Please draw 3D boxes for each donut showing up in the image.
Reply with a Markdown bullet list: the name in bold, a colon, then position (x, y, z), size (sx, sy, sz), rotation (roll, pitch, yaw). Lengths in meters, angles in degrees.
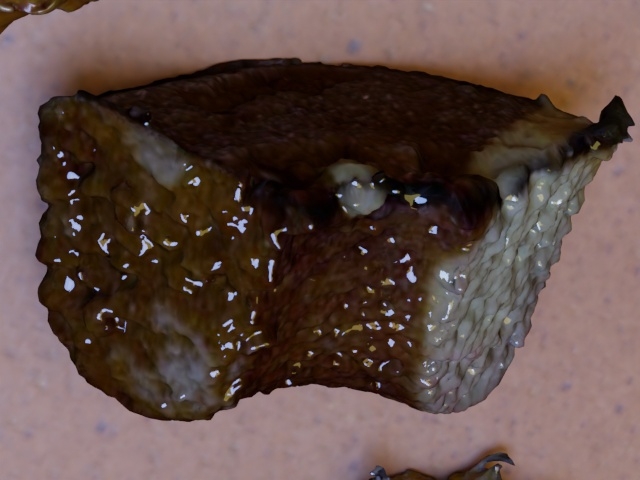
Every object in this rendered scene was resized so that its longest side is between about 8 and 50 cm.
- **donut**: position (0.004, -0.003, 0.725), size (0.186, 0.144, 0.126), rotation (-15, 123, -50)

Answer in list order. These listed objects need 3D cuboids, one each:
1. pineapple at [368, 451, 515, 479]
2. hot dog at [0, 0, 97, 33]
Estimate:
- **pineapple**: position (0.032, 0.185, 0.835), size (0.221, 0.047, 0.221), rotation (-7, 108, -23)
- **hot dog**: position (-0.107, -0.149, 0.599), size (0.257, 0.153, 0.150), rotation (-34, 88, -20)
